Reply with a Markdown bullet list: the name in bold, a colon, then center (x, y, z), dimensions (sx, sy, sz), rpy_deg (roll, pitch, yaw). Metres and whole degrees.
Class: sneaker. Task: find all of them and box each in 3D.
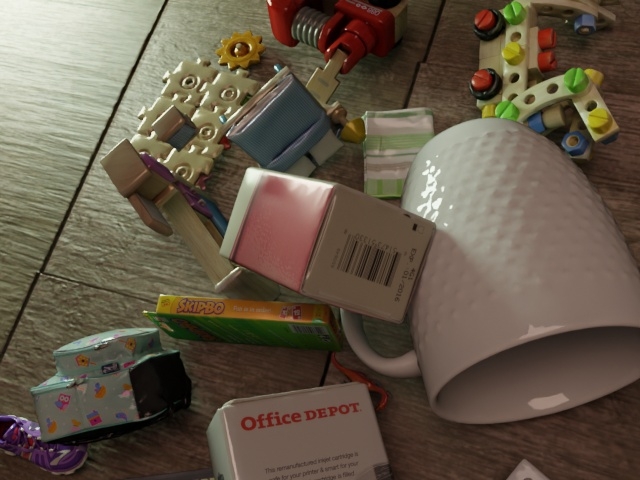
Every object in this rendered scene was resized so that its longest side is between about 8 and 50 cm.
- **sneaker**: center (-0.406, 0.284, 1.076), dimensions (0.169, 0.071, 0.068), rpy_deg (7, 69, 13)

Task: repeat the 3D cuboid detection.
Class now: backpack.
- **backpack**: center (-0.290, 0.197, 1.032), dimensions (0.188, 0.166, 0.144), rpy_deg (-23, 87, 6)

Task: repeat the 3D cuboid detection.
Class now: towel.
- **towel**: center (0.120, -0.136, 1.181), dimensions (0.113, 0.023, 0.152), rpy_deg (-4, 66, 10)

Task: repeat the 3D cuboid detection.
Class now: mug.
- **mug**: center (0.191, 0.042, 0.971), dimensions (0.374, 0.276, 0.328), rpy_deg (-26, 55, 22)

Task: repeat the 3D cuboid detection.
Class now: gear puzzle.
- **gear puzzle**: center (-0.198, -0.218, 1.274), dimensions (0.175, 0.044, 0.339), rpy_deg (19, 69, 20)

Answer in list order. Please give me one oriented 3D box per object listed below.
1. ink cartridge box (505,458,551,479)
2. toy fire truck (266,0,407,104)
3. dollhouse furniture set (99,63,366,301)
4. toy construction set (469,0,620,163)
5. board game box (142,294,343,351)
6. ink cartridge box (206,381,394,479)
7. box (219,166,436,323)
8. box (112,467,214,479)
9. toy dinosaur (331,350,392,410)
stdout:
- **ink cartridge box**: center (0.257, 0.411, 0.887), dimensions (0.223, 0.045, 0.224), rpy_deg (37, 85, 24)
- **toy fire truck**: center (-0.006, -0.319, 1.234), dimensions (0.217, 0.158, 0.246), rpy_deg (29, 65, 21)
- **dollhouse furniture set**: center (-0.071, -0.093, 1.055), dimensions (0.303, 0.286, 0.198), rpy_deg (-41, 65, 5)
- **toy construction set**: center (0.338, -0.265, 1.124), dimensions (0.215, 0.151, 0.328), rpy_deg (-5, 55, 36)
- **board game box**: center (-0.105, 0.115, 1.060), dimensions (0.259, 0.124, 0.039), rpy_deg (0, 66, 11)
- **ink cartridge box**: center (-0.013, 0.326, 0.917), dimensions (0.197, 0.114, 0.273), rpy_deg (-4, 63, -22)
- **box**: center (0.000, 0.000, 0.924), dimensions (0.232, 0.148, 0.127), rpy_deg (18, 89, 60)
- **box**: center (-0.176, 0.394, 0.989), dimensions (0.232, 0.059, 0.183), rpy_deg (-10, 65, 7)
- **toy dinosaur**: center (0.054, 0.197, 1.024), dimensions (0.047, 0.090, 0.082), rpy_deg (-51, 23, -23)
